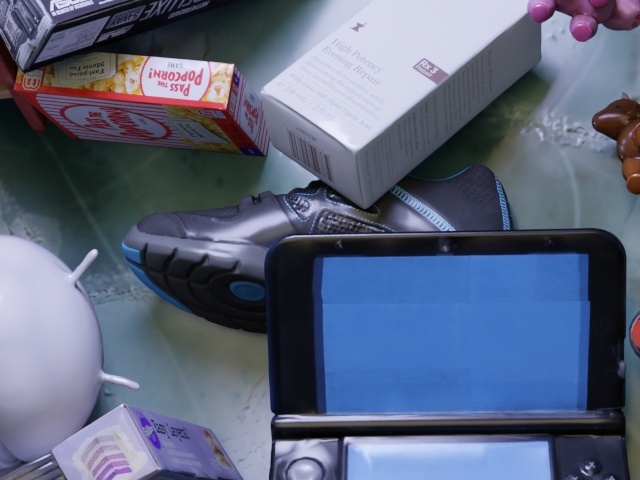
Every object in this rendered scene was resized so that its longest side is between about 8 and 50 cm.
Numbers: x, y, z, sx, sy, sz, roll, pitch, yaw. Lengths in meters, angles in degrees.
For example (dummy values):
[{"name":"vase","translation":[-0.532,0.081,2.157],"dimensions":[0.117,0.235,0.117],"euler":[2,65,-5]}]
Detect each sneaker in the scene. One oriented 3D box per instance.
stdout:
[{"name":"sneaker","translation":[0.000,0.000,1.493],"dimensions":[0.340,0.125,0.140],"euler":[4,61,7]}]

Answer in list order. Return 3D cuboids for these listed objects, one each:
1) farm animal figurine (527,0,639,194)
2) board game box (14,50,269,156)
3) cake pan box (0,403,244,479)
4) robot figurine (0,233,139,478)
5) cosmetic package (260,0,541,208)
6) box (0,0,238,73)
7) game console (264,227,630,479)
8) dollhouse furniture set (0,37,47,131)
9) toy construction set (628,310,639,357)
[{"name":"farm animal figurine","translation":[0.333,-0.210,1.409],"dimensions":[0.326,0.172,0.330],"euler":[-8,114,15]},{"name":"board game box","translation":[-0.153,-0.123,1.525],"dimensions":[0.193,0.147,0.045],"euler":[6,78,14]},{"name":"cake pan box","translation":[-0.208,0.230,1.391],"dimensions":[0.245,0.267,0.070],"euler":[-34,75,5]},{"name":"robot figurine","translation":[-0.339,0.112,1.481],"dimensions":[0.353,0.200,0.300],"euler":[-15,113,9]},{"name":"cosmetic package","translation":[0.073,-0.143,1.465],"dimensions":[0.117,0.085,0.231],"euler":[35,65,29]},{"name":"box","translation":[-0.186,-0.302,1.501],"dimensions":[0.307,0.076,0.242],"euler":[-26,78,-38]},{"name":"game console","translation":[0.099,0.138,1.345],"dimensions":[0.293,0.173,0.250],"euler":[-2,45,4]},{"name":"dollhouse furniture set","translation":[-0.353,-0.282,1.598],"dimensions":[0.201,0.152,0.374],"euler":[-4,59,11]},{"name":"toy construction set","translation":[0.372,0.112,1.354],"dimensions":[0.215,0.151,0.328],"euler":[-18,64,33]}]
